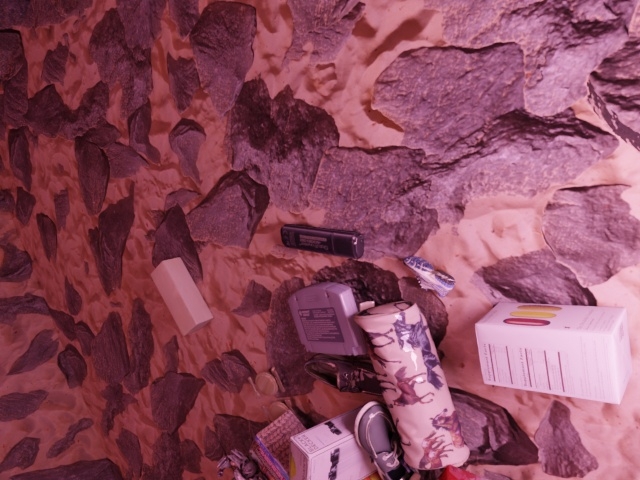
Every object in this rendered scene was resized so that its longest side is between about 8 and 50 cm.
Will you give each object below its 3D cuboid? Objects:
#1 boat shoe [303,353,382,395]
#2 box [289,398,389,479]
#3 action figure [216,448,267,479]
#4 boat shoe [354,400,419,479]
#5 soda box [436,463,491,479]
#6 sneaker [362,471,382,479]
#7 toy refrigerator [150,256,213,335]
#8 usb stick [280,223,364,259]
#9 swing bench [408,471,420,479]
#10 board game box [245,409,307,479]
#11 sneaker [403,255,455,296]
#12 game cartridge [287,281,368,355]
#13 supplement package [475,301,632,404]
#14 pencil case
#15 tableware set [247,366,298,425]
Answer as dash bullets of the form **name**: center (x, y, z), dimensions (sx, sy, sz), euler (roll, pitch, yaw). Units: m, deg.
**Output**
- **boat shoe**: center (0.076, 0.378, 1.362), dimensions (0.285, 0.092, 0.102), euler (10, 109, 39)
- **box**: center (0.060, 0.551, 1.288), dimensions (0.087, 0.290, 0.169), euler (25, 120, 50)
- **action figure**: center (-0.256, 0.784, 1.568), dimensions (0.185, 0.099, 0.285), euler (46, 134, 28)
- **boat shoe**: center (0.181, 0.534, 1.250), dimensions (0.099, 0.116, 0.319), euler (23, 142, 51)
- **soda box**: center (0.385, 0.596, 1.083), dimensions (0.263, 0.083, 0.092), euler (20, 122, -1)
- **sneaker**: center (0.129, 0.676, 1.322), dimensions (0.082, 0.208, 0.094), euler (17, 86, 16)
- **toy refrigerator**: center (-0.513, 0.205, 1.825), dimensions (0.102, 0.094, 0.269), euler (-41, 76, 33)
- **usb stick**: center (0.000, 0.000, 1.352), dimensions (0.278, 0.045, 0.077), euler (8, 114, 39)
- **swing bench**: center (0.225, 0.733, 1.123), dimensions (0.253, 0.165, 0.254), euler (36, 98, 32)
- **board game box**: center (-0.109, 0.729, 1.564), dimensions (0.232, 0.141, 0.291), euler (44, 136, 23)
- **sneaker**: center (0.247, 0.088, 1.160), dimensions (0.135, 0.052, 0.058), euler (35, 127, 29)
- **game cartridge**: center (0.013, 0.213, 1.353), dimensions (0.294, 0.060, 0.196), euler (-16, 96, 58)
- **supplement package**: center (0.450, 0.208, 0.958), dimensions (0.244, 0.139, 0.133), euler (-3, 102, 41)
- **pencil case**: center (0.211, 0.337, 1.187), dimensions (0.183, 0.160, 0.410), euler (-20, 89, 56)
- **tableware set**: center (-0.151, 0.521, 1.640), dimensions (0.128, 0.039, 0.194), euler (-23, 93, 31)
